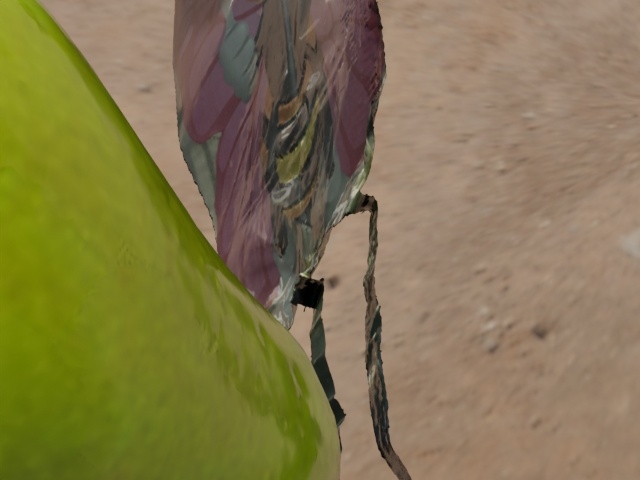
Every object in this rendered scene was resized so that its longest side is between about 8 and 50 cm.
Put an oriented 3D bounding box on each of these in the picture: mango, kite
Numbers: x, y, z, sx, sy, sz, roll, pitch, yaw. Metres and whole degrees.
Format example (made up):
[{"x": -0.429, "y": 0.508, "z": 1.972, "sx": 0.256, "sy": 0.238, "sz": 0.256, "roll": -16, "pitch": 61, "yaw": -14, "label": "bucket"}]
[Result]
[{"x": -0.111, "y": 0.035, "z": 0.449, "sx": 0.185, "sy": 0.273, "sz": 0.149, "roll": -29, "pitch": 45, "yaw": 4, "label": "mango"}, {"x": -0.003, "y": 0.000, "z": 0.579, "sx": 0.022, "sy": 0.204, "sz": 0.360, "roll": 4, "pitch": 60, "yaw": -22, "label": "kite"}]
